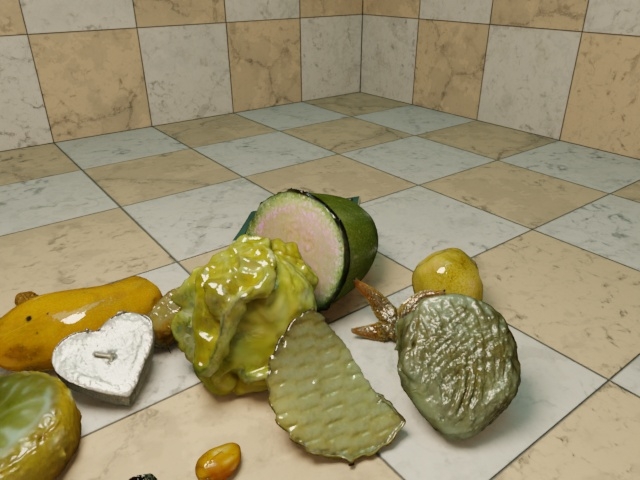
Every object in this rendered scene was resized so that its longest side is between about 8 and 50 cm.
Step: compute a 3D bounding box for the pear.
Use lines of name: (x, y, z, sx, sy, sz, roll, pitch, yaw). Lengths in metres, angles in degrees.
pear: (0.306, 0.106, 1.231, 0.178, 0.178, 0.178, 0, 27, 0)

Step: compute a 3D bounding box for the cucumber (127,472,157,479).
cucumber: (-0.274, 0.415, 0.756, 0.053, 0.053, 0.181, -2, 30, -3)

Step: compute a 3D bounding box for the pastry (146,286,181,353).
pastry: (-0.326, 0.166, 1.147, 0.081, 0.153, 0.153, 28, 33, 9)

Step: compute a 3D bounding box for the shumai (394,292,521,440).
shumai: (0.255, 0.245, 1.000, 0.225, 0.222, 0.261, -12, 64, 0)

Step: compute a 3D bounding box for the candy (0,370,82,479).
candy: (-0.534, 0.333, 0.859, 0.259, 0.118, 0.260, -4, 30, 2)

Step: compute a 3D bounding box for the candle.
candle: (-0.401, 0.236, 1.003, 0.192, 0.068, 0.168, -22, 67, -27)

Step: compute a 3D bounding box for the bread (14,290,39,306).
bread: (-0.688, 0.165, 1.252, 0.157, 0.044, 0.052, 24, 30, 38)

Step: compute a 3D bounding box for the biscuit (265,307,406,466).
biscuit: (0.003, 0.270, 0.911, 0.187, 0.036, 0.273, -32, 80, -24)

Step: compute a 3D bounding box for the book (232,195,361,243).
book: (-0.067, -0.064, 1.622, 0.379, 0.031, 0.264, -7, 21, 11)

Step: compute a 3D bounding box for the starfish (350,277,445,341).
starfish: (0.189, 0.165, 1.164, 0.247, 0.138, 0.050, 6, -2, 6)

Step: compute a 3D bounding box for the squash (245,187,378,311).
squash: (0.014, 0.028, 1.331, 0.310, 0.310, 0.309, 18, 11, 32)

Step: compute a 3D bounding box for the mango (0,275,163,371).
mango: (-0.516, 0.176, 1.114, 0.359, 0.144, 0.187, -16, 38, -21)

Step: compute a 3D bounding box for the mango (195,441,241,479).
mango: (-0.166, 0.364, 0.858, 0.060, 0.046, 0.089, 15, 27, 28)

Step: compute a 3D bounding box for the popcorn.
popcorn: (-0.152, 0.146, 1.046, 0.312, 0.312, 0.312, 0, 27, 0)
